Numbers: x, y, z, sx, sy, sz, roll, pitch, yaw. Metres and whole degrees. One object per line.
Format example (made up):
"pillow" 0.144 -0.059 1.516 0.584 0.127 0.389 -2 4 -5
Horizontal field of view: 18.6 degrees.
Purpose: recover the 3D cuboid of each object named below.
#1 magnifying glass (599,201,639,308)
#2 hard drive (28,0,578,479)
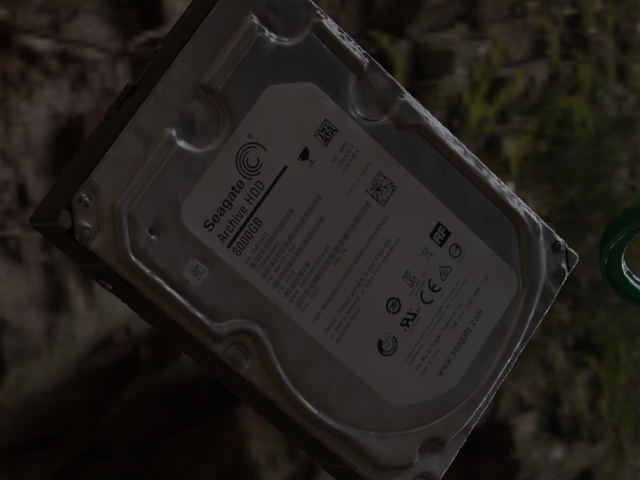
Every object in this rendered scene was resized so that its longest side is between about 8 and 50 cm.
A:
"magnifying glass" 0.291 0.012 1.222 0.026 0.231 0.092 -85 173 -46
"hard drive" 0.000 0.000 1.340 0.237 0.339 0.064 -55 -158 -18
